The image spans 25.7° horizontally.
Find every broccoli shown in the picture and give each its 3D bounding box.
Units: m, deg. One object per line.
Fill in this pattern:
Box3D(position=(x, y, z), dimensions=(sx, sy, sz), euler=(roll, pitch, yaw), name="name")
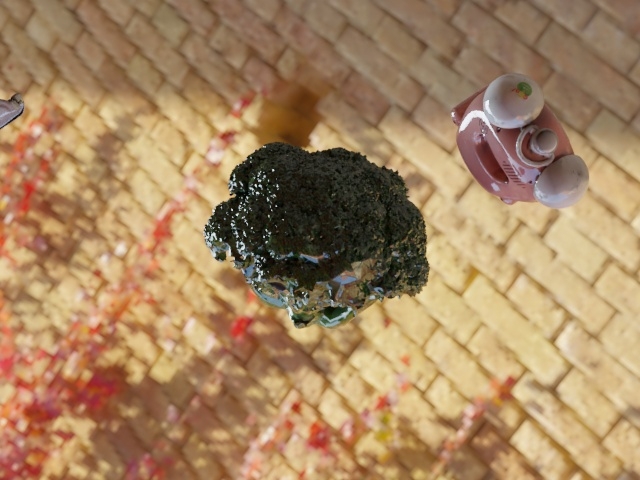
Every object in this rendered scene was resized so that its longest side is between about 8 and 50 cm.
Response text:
Box3D(position=(0.000, 0.000, 1.799), dimensions=(0.294, 0.245, 0.265), euler=(31, -135, 9), name="broccoli")

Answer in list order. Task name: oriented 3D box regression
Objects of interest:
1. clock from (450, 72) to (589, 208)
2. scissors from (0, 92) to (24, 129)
Box3D(position=(0.224, -0.107, 1.597), dimensions=(0.166, 0.092, 0.162), euler=(58, 170, -8), name="clock")
Box3D(position=(-0.370, -0.104, 1.410), dimensions=(0.101, 0.204, 0.027), euler=(58, -144, -19), name="scissors")
